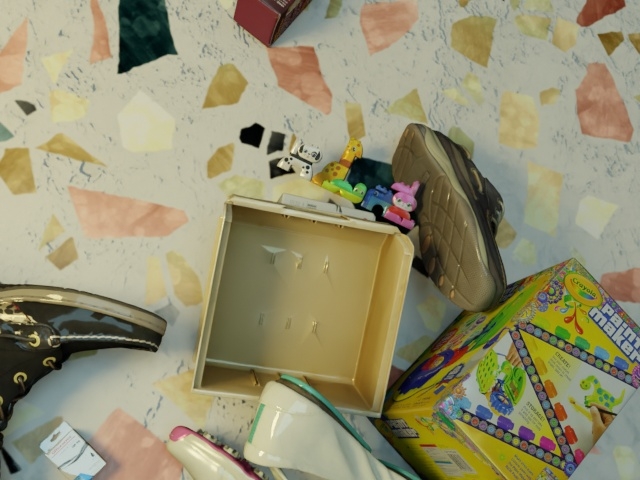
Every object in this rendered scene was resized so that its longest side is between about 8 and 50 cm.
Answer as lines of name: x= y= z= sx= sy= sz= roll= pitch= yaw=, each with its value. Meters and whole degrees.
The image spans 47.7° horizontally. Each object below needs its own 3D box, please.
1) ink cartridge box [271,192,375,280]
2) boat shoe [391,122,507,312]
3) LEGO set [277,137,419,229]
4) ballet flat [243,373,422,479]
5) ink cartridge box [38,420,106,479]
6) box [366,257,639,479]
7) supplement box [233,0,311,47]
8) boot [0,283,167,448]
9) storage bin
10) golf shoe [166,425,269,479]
ink cartridge box: x=0.000 y=0.000 z=1.119 sx=0.150 sy=0.063 sz=0.109 roll=13 pitch=73 yaw=-13
boat shoe: x=0.220 y=-0.049 z=1.105 sx=0.130 sy=0.132 sz=0.355 roll=4 pitch=49 yaw=-21
LEGO set: x=0.058 y=-0.108 z=1.135 sx=0.227 sy=0.087 sz=0.093 roll=25 pitch=94 yaw=2
ballet flat: x=0.045 y=0.331 z=0.964 sx=0.400 sy=0.139 sz=0.139 roll=44 pitch=67 yaw=-27
ink cartridge box: x=-0.333 y=0.287 z=0.971 sx=0.083 sy=0.028 sz=0.048 roll=45 pitch=69 yaw=0
box: x=0.254 y=0.206 z=1.012 sx=0.279 sy=0.290 sz=0.177 roll=-41 pitch=88 yaw=-21
supplement box: x=-0.053 y=-0.427 z=1.199 sx=0.081 sy=0.104 sz=0.188 roll=38 pitch=69 yaw=-2
boot: x=-0.400 y=0.201 z=0.918 sx=0.377 sy=0.138 sz=0.284 roll=7 pitch=73 yaw=-9
storage bin: x=-0.029 y=0.087 z=1.014 sx=0.262 sy=0.123 sz=0.261 roll=10 pitch=96 yaw=-12
golf shoe: x=-0.105 y=0.379 z=0.967 sx=0.306 sy=0.115 sz=0.140 roll=42 pitch=73 yaw=0
